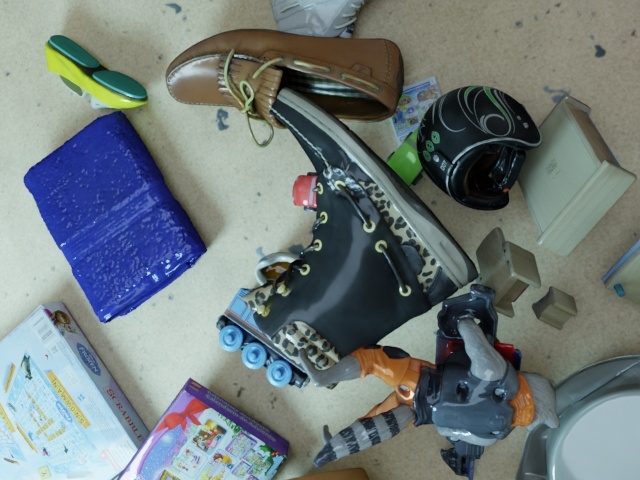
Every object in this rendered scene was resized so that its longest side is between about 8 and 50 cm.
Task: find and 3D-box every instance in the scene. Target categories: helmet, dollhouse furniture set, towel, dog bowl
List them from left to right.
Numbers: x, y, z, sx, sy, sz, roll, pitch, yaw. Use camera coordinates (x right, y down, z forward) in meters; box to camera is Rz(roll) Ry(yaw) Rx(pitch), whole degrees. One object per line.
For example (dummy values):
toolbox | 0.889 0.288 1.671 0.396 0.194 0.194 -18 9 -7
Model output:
towel | -0.353 -0.042 1.299 0.227 0.076 0.308 -34 81 7
helmet | 0.219 -0.139 1.062 0.169 0.169 0.162 -28 41 15
dollhouse furniture set | 0.420 -0.008 1.069 0.303 0.198 0.286 24 123 -15
dog bowl | 0.448 0.324 1.043 0.348 0.102 0.349 0 91 16

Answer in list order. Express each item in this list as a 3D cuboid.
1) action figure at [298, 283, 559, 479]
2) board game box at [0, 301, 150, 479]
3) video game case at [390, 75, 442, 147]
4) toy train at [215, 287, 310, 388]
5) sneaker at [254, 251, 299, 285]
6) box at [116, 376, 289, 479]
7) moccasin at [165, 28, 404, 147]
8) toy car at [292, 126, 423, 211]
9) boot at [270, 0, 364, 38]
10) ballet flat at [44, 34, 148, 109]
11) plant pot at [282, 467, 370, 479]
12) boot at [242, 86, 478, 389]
action figure | 0.159 0.246 1.021 0.330 0.179 0.342 -8 118 6
board game box | -0.501 0.330 1.343 0.318 0.066 0.319 -38 81 13
video game case | 0.156 -0.184 1.172 0.087 0.011 0.122 -18 86 17
toy train | -0.081 0.158 1.213 0.184 0.080 0.105 33 94 14
sneaker | 0.005 0.076 1.177 0.228 0.092 0.088 12 92 15
box | -0.215 0.397 1.234 0.201 0.057 0.293 35 100 -7
moccasin | -0.063 -0.233 1.165 0.379 0.139 0.147 8 58 9
toy car | 0.099 -0.081 1.144 0.239 0.053 0.225 40 95 7
boot | 0.046 -0.376 1.173 0.258 0.095 0.124 -6 99 21
ballet flat | -0.393 -0.274 1.311 0.231 0.077 0.077 34 121 16
plant pot | -0.012 0.455 1.104 0.290 0.291 0.204 -17 70 16
boot | 0.000 0.000 1.066 0.284 0.138 0.377 -44 92 8
